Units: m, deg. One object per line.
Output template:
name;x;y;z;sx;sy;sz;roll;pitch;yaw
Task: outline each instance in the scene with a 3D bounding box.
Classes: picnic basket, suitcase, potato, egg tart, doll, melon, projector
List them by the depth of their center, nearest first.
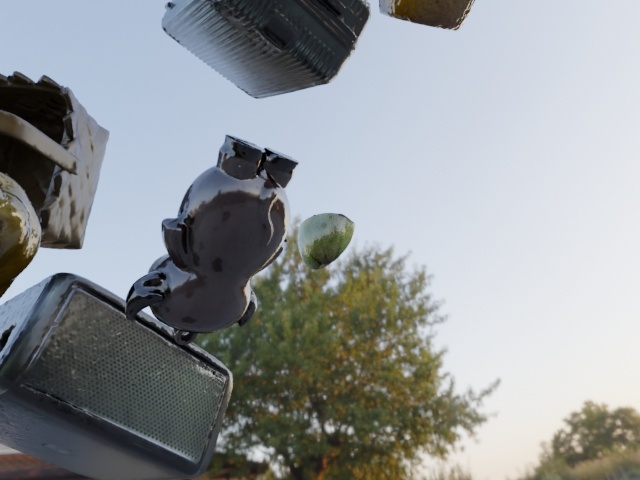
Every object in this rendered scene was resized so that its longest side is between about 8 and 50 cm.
doll;-0.119;0.007;0.646;0.182;0.117;0.257;12;-67;-46
potato;-0.489;0.029;0.697;0.176;0.195;0.369;44;-56;-6
suitcase;-0.087;-0.293;0.741;0.202;0.128;0.312;33;-8;-29
picnic basket;-0.520;-0.137;0.894;0.254;0.291;0.321;5;-11;8
egg tart;0.195;-0.462;0.950;0.215;0.215;0.170;1;-62;-23
projector;-0.436;0.279;1.047;0.395;0.242;0.405;-23;-51;37
melon;0.000;0.000;1.325;0.160;0.128;0.079;-25;-49;24
